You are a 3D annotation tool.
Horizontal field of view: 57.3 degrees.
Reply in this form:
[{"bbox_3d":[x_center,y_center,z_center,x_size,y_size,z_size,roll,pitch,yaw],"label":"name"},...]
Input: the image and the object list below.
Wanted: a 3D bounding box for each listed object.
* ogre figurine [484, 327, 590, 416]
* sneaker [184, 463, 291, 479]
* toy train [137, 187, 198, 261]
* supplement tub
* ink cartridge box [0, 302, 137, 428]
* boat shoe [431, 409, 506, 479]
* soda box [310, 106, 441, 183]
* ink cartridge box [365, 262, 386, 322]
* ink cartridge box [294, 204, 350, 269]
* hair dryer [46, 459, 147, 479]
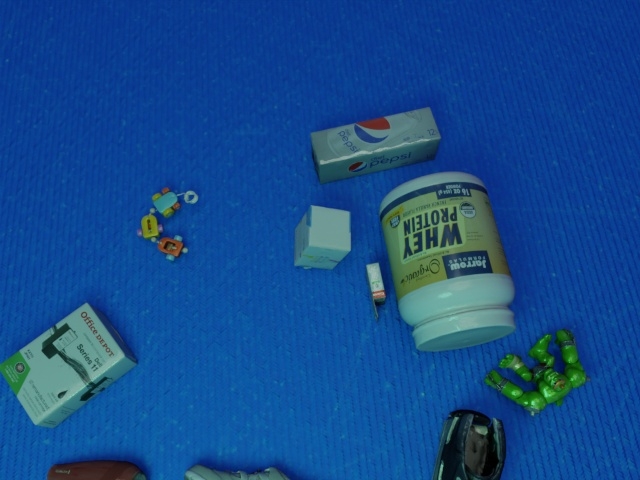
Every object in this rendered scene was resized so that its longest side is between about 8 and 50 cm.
[{"bbox_3d":[0.441,0.264,1.161,0.197,0.096,0.118,-17,50,-22],"label":"ogre figurine"},{"bbox_3d":[-0.118,0.476,1.098,0.282,0.105,0.115,17,40,10],"label":"sneaker"},{"bbox_3d":[-0.338,-0.035,1.321,0.125,0.046,0.166,13,72,5],"label":"toy train"},{"bbox_3d":[0.254,0.046,1.176,0.229,0.228,0.315,-9,68,-2],"label":"supplement tub"},{"bbox_3d":[-0.505,0.250,1.184,0.208,0.087,0.153,-38,73,-14],"label":"ink cartridge box"},{"bbox_3d":[0.254,0.466,1.043,0.127,0.158,0.340,7,68,4],"label":"boat shoe"},{"bbox_3d":[0.125,-0.219,1.356,0.287,0.098,0.091,-13,68,-3],"label":"soda box"},{"bbox_3d":[0.120,0.111,1.240,0.029,0.063,0.115,-11,68,-1],"label":"ink cartridge box"},{"bbox_3d":[0.000,0.000,1.254,0.090,0.143,0.092,7,67,-15],"label":"ink cartridge box"},{"bbox_3d":[-0.411,0.497,1.050,0.224,0.080,0.294,-31,45,-25],"label":"hair dryer"}]
